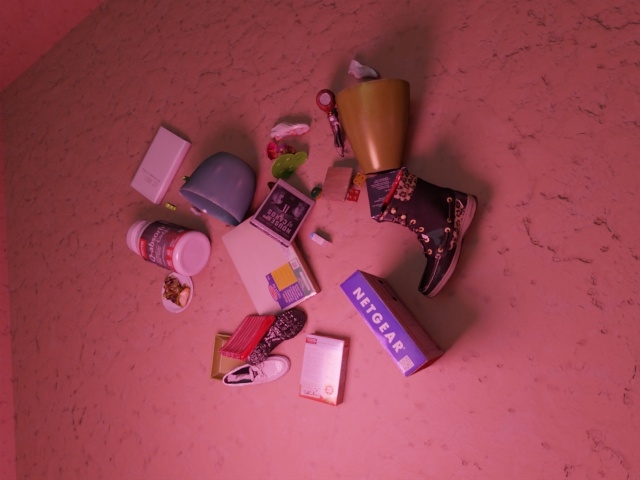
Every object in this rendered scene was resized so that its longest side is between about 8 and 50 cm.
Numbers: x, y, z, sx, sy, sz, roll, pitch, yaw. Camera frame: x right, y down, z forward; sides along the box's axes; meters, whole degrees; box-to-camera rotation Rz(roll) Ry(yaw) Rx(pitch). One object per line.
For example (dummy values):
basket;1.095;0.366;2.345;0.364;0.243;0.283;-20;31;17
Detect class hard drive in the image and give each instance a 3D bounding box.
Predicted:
hard drive;-0.833;-0.393;2.109;0.233;0.047;0.353;32;96;28

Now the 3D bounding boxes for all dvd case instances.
dvd case;-0.147;-0.112;1.611;0.179;0.029;0.239;33;59;-8

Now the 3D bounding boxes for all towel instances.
towel;-0.290;0.368;1.575;0.199;0.031;0.274;-53;18;-28

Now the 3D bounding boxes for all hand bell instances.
hand bell;-0.238;-0.120;1.747;0.242;0.126;0.126;-50;63;24

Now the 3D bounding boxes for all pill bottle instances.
pill bottle;-0.704;0.022;1.873;0.362;0.210;0.211;14;87;28

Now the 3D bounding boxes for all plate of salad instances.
plate of salad;-0.683;0.240;1.910;0.199;0.048;0.200;-5;79;26

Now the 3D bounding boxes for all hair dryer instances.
hair dryer;0.034;-0.492;1.633;0.080;0.224;0.294;-9;53;5

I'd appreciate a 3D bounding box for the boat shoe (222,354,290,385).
boat shoe;-0.252;0.514;1.590;0.267;0.088;0.096;-11;80;6

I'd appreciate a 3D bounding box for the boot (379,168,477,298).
boot;0.327;-0.030;1.343;0.284;0.138;0.378;24;87;-6

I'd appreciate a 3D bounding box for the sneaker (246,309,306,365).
sneaker;-0.182;0.369;1.604;0.286;0.130;0.109;-35;88;-8

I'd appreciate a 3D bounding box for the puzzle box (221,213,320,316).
puzzle box;-0.208;0.096;1.653;0.272;0.052;0.409;-30;81;18

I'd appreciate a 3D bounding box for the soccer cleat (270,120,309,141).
soccer cleat;-0.138;-0.491;1.775;0.196;0.068;0.076;-8;74;28

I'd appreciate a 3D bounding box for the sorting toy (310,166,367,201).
sorting toy;0.080;-0.218;1.599;0.274;0.046;0.133;12;87;46

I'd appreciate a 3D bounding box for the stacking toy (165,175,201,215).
stacking toy;-0.588;-0.207;1.857;0.052;0.221;0.167;41;103;23

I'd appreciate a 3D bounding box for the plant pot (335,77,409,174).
plant pot;0.211;-0.399;1.497;0.274;0.274;0.294;-7;94;25

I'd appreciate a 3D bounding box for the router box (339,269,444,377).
router box;0.236;0.258;1.310;0.082;0.301;0.336;-42;65;12

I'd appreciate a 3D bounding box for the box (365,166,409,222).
box;0.261;-0.163;1.496;0.155;0.093;0.159;-13;74;24

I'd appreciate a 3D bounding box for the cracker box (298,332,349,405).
cracker box;0.015;0.473;1.510;0.155;0.067;0.233;5;83;26

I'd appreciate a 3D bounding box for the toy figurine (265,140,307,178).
toy figurine;-0.165;-0.373;1.750;0.173;0.130;0.159;-31;57;-5

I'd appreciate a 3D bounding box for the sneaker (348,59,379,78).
sneaker;0.178;-0.689;1.669;0.152;0.053;0.061;36;112;30

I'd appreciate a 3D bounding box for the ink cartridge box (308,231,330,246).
ink cartridge box;0.000;0.000;1.618;0.083;0.048;0.028;33;95;28

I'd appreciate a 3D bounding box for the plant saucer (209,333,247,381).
plant saucer;-0.369;0.496;1.707;0.188;0.045;0.189;0;81;26

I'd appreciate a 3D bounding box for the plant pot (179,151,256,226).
plant pot;-0.414;-0.235;1.746;0.292;0.293;0.235;19;74;28
